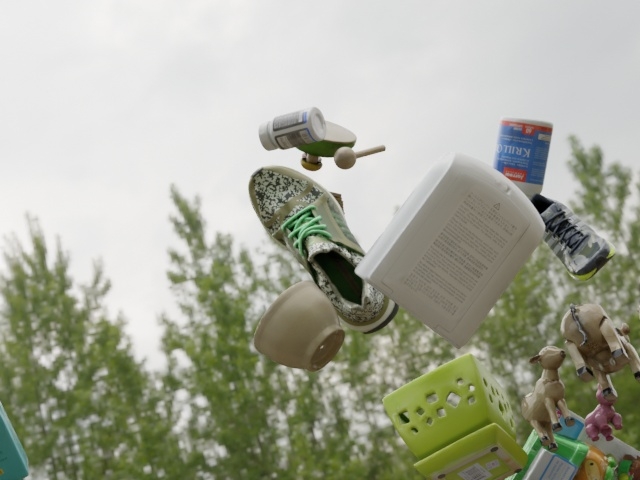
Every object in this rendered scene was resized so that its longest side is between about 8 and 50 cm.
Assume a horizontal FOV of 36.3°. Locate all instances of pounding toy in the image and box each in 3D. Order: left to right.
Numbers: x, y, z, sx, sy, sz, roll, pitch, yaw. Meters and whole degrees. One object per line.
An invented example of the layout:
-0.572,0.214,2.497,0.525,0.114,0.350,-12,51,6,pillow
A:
0.008,-0.209,2.333,0.183,0.237,0.110,-17,-52,-54,pounding toy

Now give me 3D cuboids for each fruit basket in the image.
0.582,0.581,2.142,0.327,0.353,0.165,-58,-14,-3,fruit basket

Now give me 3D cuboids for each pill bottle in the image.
-0.063,-0.243,2.146,0.137,0.078,0.078,-11,-17,27,pill bottle
0.457,-0.170,2.241,0.124,0.221,0.124,8,6,-1,pill bottle

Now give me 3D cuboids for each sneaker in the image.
0.000,0.000,1.924,0.158,0.410,0.182,-41,-12,1,sneaker
0.521,-0.011,2.081,0.121,0.300,0.111,41,-84,-22,sneaker

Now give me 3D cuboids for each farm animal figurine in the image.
0.508,0.218,1.789,0.330,0.172,0.326,-21,-43,8,farm animal figurine

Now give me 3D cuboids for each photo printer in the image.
0.248,0.008,1.793,0.307,0.256,0.107,-54,16,0,photo printer

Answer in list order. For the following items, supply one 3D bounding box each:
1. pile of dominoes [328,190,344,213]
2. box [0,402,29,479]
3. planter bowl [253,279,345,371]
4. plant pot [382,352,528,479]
-0.039,-0.086,2.503,0.196,0.040,0.251,6,-11,4,pile of dominoes
-0.467,0.209,1.241,0.101,0.244,0.060,-25,15,-14,box
-0.025,0.168,1.761,0.162,0.109,0.162,-39,-28,-26,planter bowl
0.297,0.411,2.073,0.227,0.207,0.228,-31,-43,13,plant pot
